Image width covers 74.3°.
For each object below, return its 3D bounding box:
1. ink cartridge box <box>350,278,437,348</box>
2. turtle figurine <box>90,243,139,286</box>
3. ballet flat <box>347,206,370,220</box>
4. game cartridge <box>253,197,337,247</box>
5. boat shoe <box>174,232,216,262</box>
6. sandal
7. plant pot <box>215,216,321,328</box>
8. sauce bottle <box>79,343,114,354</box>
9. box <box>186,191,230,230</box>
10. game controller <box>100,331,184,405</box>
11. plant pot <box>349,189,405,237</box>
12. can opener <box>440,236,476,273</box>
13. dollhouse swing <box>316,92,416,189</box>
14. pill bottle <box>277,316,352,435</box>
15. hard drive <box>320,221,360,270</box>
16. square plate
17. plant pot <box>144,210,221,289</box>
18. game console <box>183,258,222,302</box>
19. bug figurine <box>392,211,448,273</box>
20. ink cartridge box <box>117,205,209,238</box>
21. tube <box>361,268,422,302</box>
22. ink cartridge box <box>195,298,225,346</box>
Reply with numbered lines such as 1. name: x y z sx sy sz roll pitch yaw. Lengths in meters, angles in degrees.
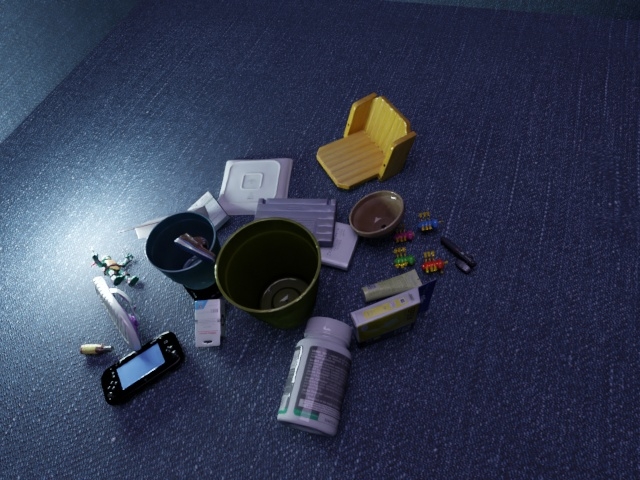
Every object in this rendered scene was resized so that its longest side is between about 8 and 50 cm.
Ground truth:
1. ink cartridge box: 0.262 0.269 1.479 0.307 0.303 0.072 -18 61 -2
2. turtle figurine: -0.913 0.110 1.868 0.234 0.118 0.175 41 31 26
3. ballet flat: 0.222 -0.130 1.871 0.213 0.072 0.068 -30 67 -10
4. game cartridge: -0.112 -0.077 1.824 0.355 0.068 0.230 2 63 9
5. boat shoe: -0.442 0.019 1.529 0.183 0.066 0.066 25 63 20
6. sandal: -0.811 0.270 1.726 0.102 0.169 0.416 -27 53 -34
7. plant pot: -0.157 0.161 1.578 0.367 0.353 0.366 -4 59 6
8. sauce bottle: -0.899 0.438 1.700 0.128 0.042 0.042 -2 58 9
9. box: -0.525 -0.121 1.973 0.145 0.038 0.186 -43 59 1
10. game controller: -0.684 0.487 1.624 0.319 0.067 0.166 -33 60 -12
11. plant pot: 0.249 -0.089 1.766 0.237 0.109 0.237 -18 44 19
12. can opener: 0.556 0.048 1.716 0.073 0.059 0.186 -32 60 -11
13. dollhouse swing: 0.186 -0.461 1.966 0.305 0.315 0.346 -16 56 -26
14. pill bottle: -0.006 0.462 1.457 0.204 0.204 0.361 8 61 13
15. hard drive: 0.000 0.000 1.817 0.308 0.040 0.203 14 62 16
16. square plate: -0.324 -0.275 2.053 0.347 0.049 0.344 0 58 9
17. plant pot: -0.516 0.066 1.697 0.272 0.255 0.271 -3 58 5
18. game console: -0.425 0.111 1.833 0.361 0.044 0.213 -38 61 -15
19. bug figurine: 0.405 0.022 1.743 0.216 0.072 0.279 -7 59 17
20. ink cartridge box: -0.678 -0.068 1.845 0.296 0.066 0.261 -13 13 14
21. tube: 0.283 0.186 1.677 0.240 0.062 0.070 -16 97 -7
22. ink cartridge box: -0.436 0.328 1.673 0.104 0.060 0.180 -5 75 5
